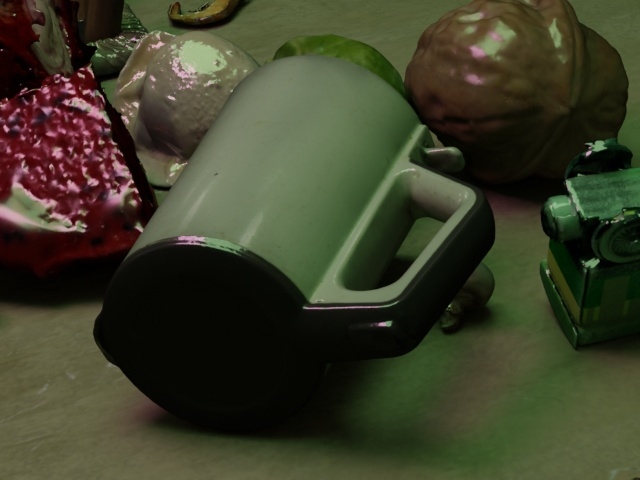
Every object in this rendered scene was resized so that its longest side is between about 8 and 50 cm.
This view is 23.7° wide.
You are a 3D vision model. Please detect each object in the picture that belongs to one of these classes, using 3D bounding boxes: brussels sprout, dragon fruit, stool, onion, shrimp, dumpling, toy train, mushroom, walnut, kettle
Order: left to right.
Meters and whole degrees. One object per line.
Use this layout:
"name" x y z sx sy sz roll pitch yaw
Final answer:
"onion" -0.482 -0.265 2.055 0.341 0.341 0.341 -5 28 3
"dragon fruit" -0.352 -0.093 1.801 0.330 0.240 0.302 0 10 -3
"stool" -0.441 -0.389 2.373 0.310 0.226 0.310 -15 28 -16
"dumpling" -0.168 -0.165 1.996 0.227 0.175 0.243 -50 28 -13
"shrimp" -0.188 -0.395 2.532 0.124 0.034 0.178 -2 33 22
"brussels sprout" -0.006 -0.131 1.824 0.244 0.244 0.244 -5 28 3
"kettle" 0.000 0.000 1.540 0.361 0.250 0.376 0 31 21
"mushroom" 0.139 0.055 1.597 0.085 0.085 0.079 9 67 27
"walnut" 0.238 -0.185 1.844 0.227 0.273 0.273 -49 40 -8
"toy train" 0.365 -0.012 1.530 0.301 0.202 0.120 -12 48 -8
